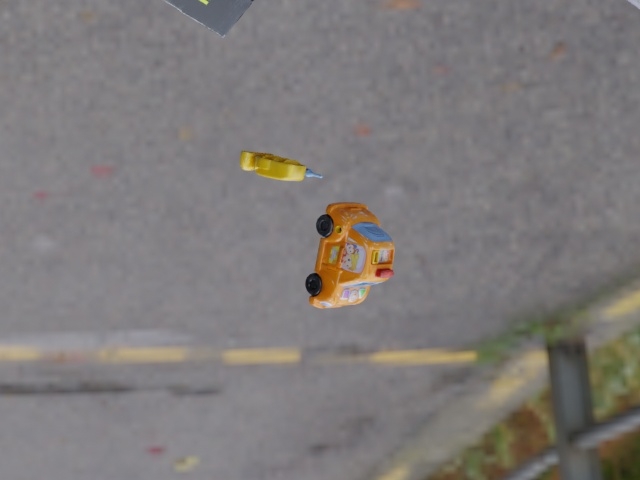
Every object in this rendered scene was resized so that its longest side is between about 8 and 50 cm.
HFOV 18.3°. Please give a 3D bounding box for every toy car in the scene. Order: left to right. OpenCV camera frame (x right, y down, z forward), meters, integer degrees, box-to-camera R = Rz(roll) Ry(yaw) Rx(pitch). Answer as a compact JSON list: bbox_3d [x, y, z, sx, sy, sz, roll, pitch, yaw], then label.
[{"bbox_3d":[0.000,0.000,0.996,0.040,0.060,0.122,17,173,35],"label":"toy car"}]

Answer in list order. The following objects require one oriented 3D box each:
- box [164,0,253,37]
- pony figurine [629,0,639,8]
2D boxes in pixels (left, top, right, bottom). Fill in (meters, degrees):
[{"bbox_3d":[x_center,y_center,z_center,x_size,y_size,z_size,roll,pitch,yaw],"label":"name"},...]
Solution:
[{"bbox_3d":[-0.148,-0.218,1.203,0.184,0.190,0.045,24,109,-48],"label":"box"},{"bbox_3d":[0.199,-0.123,0.435,0.303,0.351,0.363,-37,171,7],"label":"pony figurine"}]
